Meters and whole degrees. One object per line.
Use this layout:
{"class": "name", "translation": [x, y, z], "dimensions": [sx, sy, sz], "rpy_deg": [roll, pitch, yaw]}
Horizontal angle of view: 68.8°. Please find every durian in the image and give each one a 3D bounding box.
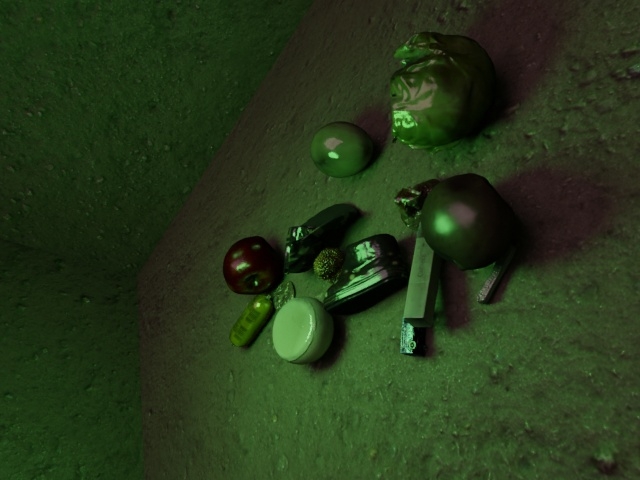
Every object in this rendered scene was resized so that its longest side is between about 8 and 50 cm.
{"class": "durian", "translation": [0.049, 0.109, 1.965], "dimensions": [0.137, 0.158, 0.168], "rpy_deg": [-15, 32, 31]}

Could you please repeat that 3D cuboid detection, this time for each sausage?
{"class": "sausage", "translation": [-0.343, 0.400, 2.332], "dimensions": [0.347, 0.123, 0.123], "rpy_deg": [-54, 38, 17]}

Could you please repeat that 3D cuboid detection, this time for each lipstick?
{"class": "lipstick", "translation": [0.354, 0.106, 1.573], "dimensions": [0.076, 0.080, 0.371], "rpy_deg": [-6, 54, 34]}

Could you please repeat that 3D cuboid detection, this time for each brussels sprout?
{"class": "brussels sprout", "translation": [0.441, -0.533, 1.684], "dimensions": [0.362, 0.342, 0.424], "rpy_deg": [-1, 72, 23]}

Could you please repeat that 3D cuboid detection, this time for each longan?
{"class": "longan", "translation": [0.446, -0.059, 1.434], "dimensions": [0.288, 0.289, 0.350], "rpy_deg": [-57, 14, 13]}

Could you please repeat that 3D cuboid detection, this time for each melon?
{"class": "melon", "translation": [0.091, -0.412, 2.119], "dimensions": [0.308, 0.272, 0.271], "rpy_deg": [-23, 53, 53]}

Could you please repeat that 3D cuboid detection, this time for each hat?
{"class": "hat", "translation": [0.000, 0.000, 2.063], "dimensions": [0.366, 0.382, 0.257], "rpy_deg": [-92, -9, -73]}

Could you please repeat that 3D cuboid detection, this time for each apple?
{"class": "apple", "translation": [-0.344, 0.126, 2.352], "dimensions": [0.288, 0.288, 0.316], "rpy_deg": [-52, 24, 19]}

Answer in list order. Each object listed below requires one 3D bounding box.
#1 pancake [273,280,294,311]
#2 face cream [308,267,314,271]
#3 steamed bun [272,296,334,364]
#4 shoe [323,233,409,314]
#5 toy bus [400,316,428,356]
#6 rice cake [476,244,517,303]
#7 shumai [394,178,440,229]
{"class": "pancake", "translation": [-0.175, 0.272, 2.272], "dimensions": [0.158, 0.028, 0.158], "rpy_deg": [-26, 52, 38]}
{"class": "face cream", "translation": [-0.063, 0.054, 2.225], "dimensions": [0.084, 0.057, 0.198], "rpy_deg": [-43, 44, 29]}
{"class": "steamed bun", "translation": [-0.056, 0.374, 1.931], "dimensions": [0.283, 0.177, 0.282], "rpy_deg": [-23, 58, 41]}
{"class": "shoe", "translation": [0.151, 0.125, 1.808], "dimensions": [0.384, 0.171, 0.237], "rpy_deg": [-35, 53, 34]}
{"class": "toy bus", "translation": [0.315, 0.305, 1.583], "dimensions": [0.076, 0.073, 0.167], "rpy_deg": [-17, 59, 48]}
{"class": "rice cake", "translation": [0.538, 0.105, 1.433], "dimensions": [0.036, 0.047, 0.206], "rpy_deg": [31, 96, 50]}
{"class": "shumai", "translation": [0.351, -0.149, 1.703], "dimensions": [0.205, 0.176, 0.166], "rpy_deg": [-55, 37, 10]}
